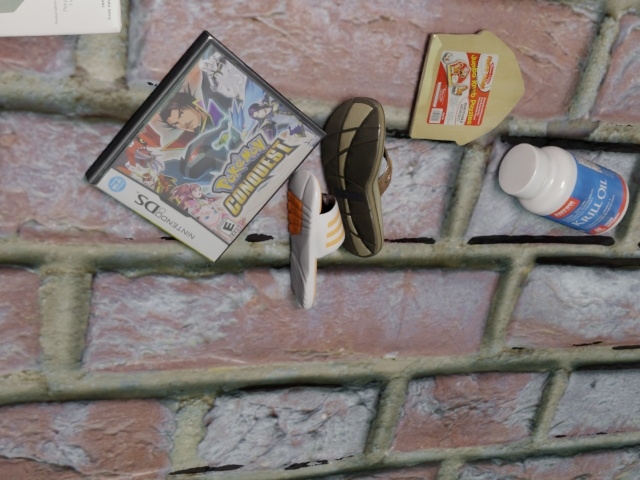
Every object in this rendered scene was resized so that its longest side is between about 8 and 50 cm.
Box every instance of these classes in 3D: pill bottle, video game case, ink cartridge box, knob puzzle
[{"bbox_3d":[0.424,-0.093,1.484,0.222,0.124,0.124,16,110,-30],"label":"pill bottle"},{"bbox_3d":[-0.165,-0.129,1.263,0.248,0.035,0.275,37,99,-34],"label":"video game case"},{"bbox_3d":[-0.382,-0.313,0.966,0.273,0.198,0.114,-7,121,-19],"label":"ink cartridge box"},{"bbox_3d":[0.244,-0.250,1.376,0.213,0.030,0.213,-10,120,-18],"label":"knob puzzle"}]

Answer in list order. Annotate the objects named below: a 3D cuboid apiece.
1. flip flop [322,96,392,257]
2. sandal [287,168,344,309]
[{"bbox_3d":[0.072,-0.102,1.350,0.080,0.112,0.277,-34,130,-39],"label":"flip flop"},{"bbox_3d":[-0.004,-0.006,1.372,0.076,0.102,0.265,-12,130,-19],"label":"sandal"}]
